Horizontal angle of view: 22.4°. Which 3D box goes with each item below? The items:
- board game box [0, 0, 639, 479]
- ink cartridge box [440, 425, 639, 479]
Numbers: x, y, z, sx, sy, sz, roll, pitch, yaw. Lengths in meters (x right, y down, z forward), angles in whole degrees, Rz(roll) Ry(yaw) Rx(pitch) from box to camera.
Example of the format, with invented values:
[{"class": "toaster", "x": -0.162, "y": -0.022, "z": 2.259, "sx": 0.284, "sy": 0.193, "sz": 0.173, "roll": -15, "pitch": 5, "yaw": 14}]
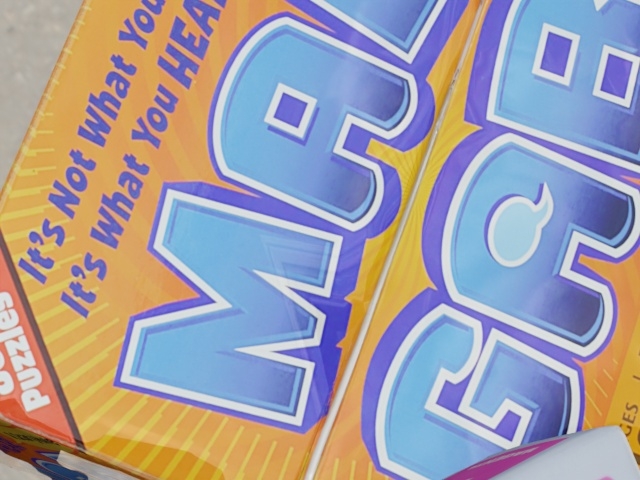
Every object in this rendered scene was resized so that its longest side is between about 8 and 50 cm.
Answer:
[{"class": "board game box", "x": 0.000, "y": 0.000, "z": 0.940, "sx": 0.356, "sy": 0.356, "sz": 0.356, "roll": 23, "pitch": 76, "yaw": -10}, {"class": "ink cartridge box", "x": -0.014, "y": 0.173, "z": 0.334, "sx": 0.065, "sy": 0.311, "sz": 0.186, "roll": -28, "pitch": 82, "yaw": 51}]
